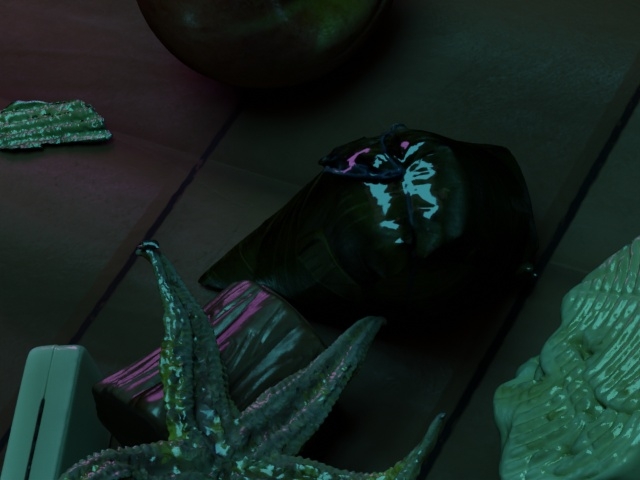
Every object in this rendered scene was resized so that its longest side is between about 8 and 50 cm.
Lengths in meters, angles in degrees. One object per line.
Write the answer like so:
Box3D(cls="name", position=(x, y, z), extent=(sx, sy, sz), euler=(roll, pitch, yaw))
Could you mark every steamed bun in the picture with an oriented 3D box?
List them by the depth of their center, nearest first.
Box3D(cls="steamed bun", position=(0.334, 0.166, 1.813), extent=(0.276, 0.203, 0.289), euler=(-24, 42, 33))

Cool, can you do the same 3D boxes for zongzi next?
Box3D(cls="zongzi", position=(0.000, 0.000, 1.951), extent=(0.432, 0.403, 0.208), euler=(-12, 84, 16))

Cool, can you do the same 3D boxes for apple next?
Box3D(cls="apple", position=(-0.079, -0.382, 2.286), extent=(0.364, 0.364, 0.364), euler=(-9, 50, 11))

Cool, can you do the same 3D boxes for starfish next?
Box3D(cls="starfish", position=(-0.080, 0.175, 1.764), extent=(0.398, 0.132, 0.384), euler=(6, 49, -2))

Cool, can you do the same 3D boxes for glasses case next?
Box3D(cls="glasses case", position=(-0.301, 0.275, 1.969), extent=(0.070, 0.131, 0.313), euler=(-5, 52, 14))

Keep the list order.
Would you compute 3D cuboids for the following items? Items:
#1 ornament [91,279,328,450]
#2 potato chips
Box3D(cls="ornament", position=(-0.103, 0.176, 1.951), extent=(0.217, 0.235, 0.221), euler=(-41, 78, -20))
Box3D(cls="potato chips", position=(-0.379, -0.164, 2.412), extent=(0.207, 0.028, 0.092), euler=(-4, 53, 17))
